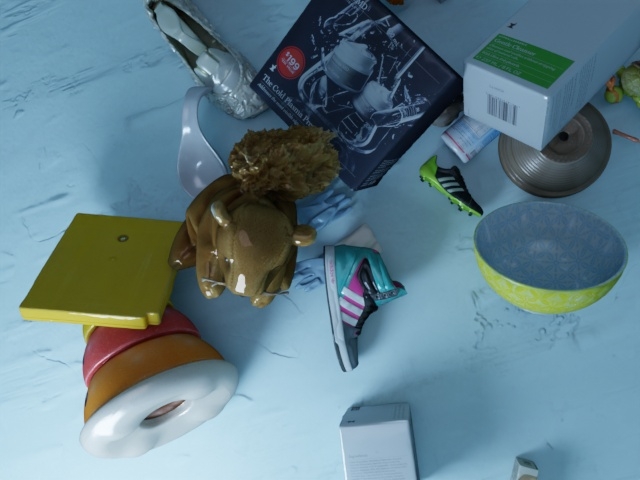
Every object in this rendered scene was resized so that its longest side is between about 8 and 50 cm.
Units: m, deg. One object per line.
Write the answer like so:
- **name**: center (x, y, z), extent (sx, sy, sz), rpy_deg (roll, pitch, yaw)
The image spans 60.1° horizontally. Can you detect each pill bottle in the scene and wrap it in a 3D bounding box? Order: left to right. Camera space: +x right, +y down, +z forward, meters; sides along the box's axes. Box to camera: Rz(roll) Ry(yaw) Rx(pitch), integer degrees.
- **pill bottle**: center (0.356, -0.256, 1.233), extent (0.160, 0.087, 0.087), rpy_deg (-41, 81, 13)

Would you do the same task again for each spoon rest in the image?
- **spoon rest**: center (-0.288, -0.223, 1.319), extent (0.137, 0.084, 0.276), rpy_deg (4, 108, 17)

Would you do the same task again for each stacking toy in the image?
- **stacking toy**: center (-0.434, 0.218, 1.289), extent (0.350, 0.350, 0.480), rpy_deg (-36, 63, 6)

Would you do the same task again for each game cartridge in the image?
- **game cartridge**: center (-0.468, 0.061, 1.253), extent (0.285, 0.323, 0.052), rpy_deg (5, 131, -1)

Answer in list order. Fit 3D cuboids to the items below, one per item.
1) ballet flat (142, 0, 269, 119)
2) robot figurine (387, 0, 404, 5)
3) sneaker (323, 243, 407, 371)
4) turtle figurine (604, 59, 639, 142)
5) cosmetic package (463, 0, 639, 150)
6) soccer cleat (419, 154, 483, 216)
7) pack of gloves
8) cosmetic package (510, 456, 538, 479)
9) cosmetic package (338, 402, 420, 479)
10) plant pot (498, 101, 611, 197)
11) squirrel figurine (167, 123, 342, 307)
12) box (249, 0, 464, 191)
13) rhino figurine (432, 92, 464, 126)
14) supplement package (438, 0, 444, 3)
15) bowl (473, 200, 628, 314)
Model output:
- **ballet flat**: center (-0.292, -0.451, 1.341), extent (0.147, 0.147, 0.409), rpy_deg (-44, 81, 5)
- **robot figurine**: center (0.107, -0.679, 1.257), extent (0.291, 0.085, 0.211), rpy_deg (46, 133, 19)
- **sneaker**: center (0.109, 0.147, 1.251), extent (0.178, 0.124, 0.295), rpy_deg (-7, 100, 3)
- **turtle figurine**: center (0.689, -0.362, 1.189), extent (0.217, 0.087, 0.269), rpy_deg (-31, 75, 3)
- **cosmetic package**: center (0.477, -0.378, 1.117), extent (0.197, 0.155, 0.365), rpy_deg (35, 73, 31)
- **soccer cleat**: center (0.306, -0.124, 1.259), extent (0.179, 0.060, 0.072), rpy_deg (41, 93, 12)
- **pack of gloves**: center (0.000, 0.000, 1.321), extent (0.232, 0.046, 0.195), rpy_deg (-29, 82, -3)
- **cosmetic package**: center (0.435, 0.538, 1.199), extent (0.041, 0.060, 0.115), rpy_deg (13, 91, 10)
- **cosmetic package**: center (0.132, 0.468, 1.208), extent (0.151, 0.151, 0.183), rpy_deg (-7, 87, 9)
- **plant pot**: center (0.517, -0.215, 1.202), extent (0.237, 0.110, 0.237), rpy_deg (-1, 86, 9)
- **squirrel figurine**: center (-0.126, -0.063, 1.090), extent (0.281, 0.370, 0.397), rpy_deg (20, 88, -9)
- **box**: center (0.082, -0.339, 1.206), extent (0.343, 0.179, 0.312), rpy_deg (46, 112, 9)
- **rhino figurine**: center (0.235, -0.360, 1.276), extent (0.106, 0.073, 0.243), rpy_deg (-45, 81, 3)
- **supplement package**: center (0.269, -0.664, 1.271), extent (0.105, 0.105, 0.179), rpy_deg (-35, 81, 6)
- **bowl**: center (0.464, 0.060, 1.156), extent (0.289, 0.289, 0.156), rpy_deg (0, 130, 10)
